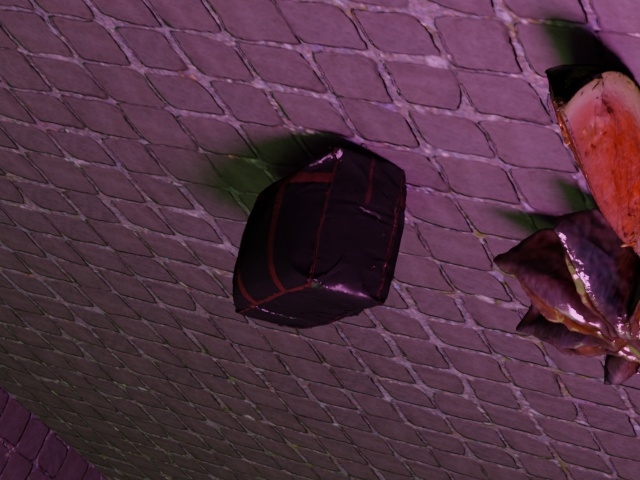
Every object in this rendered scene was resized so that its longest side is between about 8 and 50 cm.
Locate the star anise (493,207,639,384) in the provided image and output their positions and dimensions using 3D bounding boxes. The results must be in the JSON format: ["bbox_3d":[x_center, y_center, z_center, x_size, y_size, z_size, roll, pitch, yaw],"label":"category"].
[{"bbox_3d":[0.334,0.066,1.738,0.331,0.117,0.332,18,149,12],"label":"star anise"}]

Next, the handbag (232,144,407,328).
[{"bbox_3d":[0.000,0.000,1.861,0.155,0.169,0.215,16,162,-23],"label":"handbag"}]

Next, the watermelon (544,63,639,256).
[{"bbox_3d":[0.247,-0.080,1.486,0.063,0.119,0.245,-2,148,27],"label":"watermelon"}]
